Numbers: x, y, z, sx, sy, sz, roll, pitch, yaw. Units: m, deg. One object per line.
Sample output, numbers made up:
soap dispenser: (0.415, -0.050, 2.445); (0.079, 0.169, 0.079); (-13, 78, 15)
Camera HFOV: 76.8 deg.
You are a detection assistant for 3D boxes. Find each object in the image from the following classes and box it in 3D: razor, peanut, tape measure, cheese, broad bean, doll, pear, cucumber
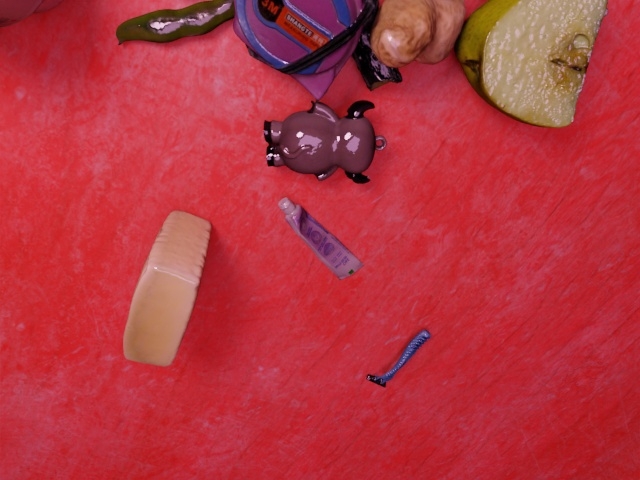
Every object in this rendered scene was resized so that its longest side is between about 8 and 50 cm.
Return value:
razor: (0.253, 0.372, 1.258); (0.082, 0.042, 0.253); (31, 109, -21)
peanut: (0.178, -0.388, 0.736); (0.122, 0.253, 0.137); (-32, 89, 52)
tape measure: (-0.033, -0.399, 0.706); (0.231, 0.149, 0.245); (33, 143, -16)
cheese: (-0.331, 0.095, 0.889); (0.124, 0.265, 0.242); (14, 115, -16)
broad bean: (-0.241, -0.414, 0.756); (0.297, 0.043, 0.060); (-17, 104, 0)
doll: (0.011, -0.206, 0.864); (0.257, 0.117, 0.182); (-5, 122, -5)
pear: (0.396, -0.374, 0.812); (0.292, 0.159, 0.292); (-3, 115, -6)
cucumber: (0.069, -0.436, 0.775); (0.081, 0.072, 0.303); (-1, 128, 45)

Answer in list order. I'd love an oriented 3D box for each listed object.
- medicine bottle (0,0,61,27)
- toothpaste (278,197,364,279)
medicine bottle: (-0.508, -0.429, 0.559); (0.241, 0.302, 0.241); (-3, 119, -6)
toothpaste: (0.000, 0.000, 1.015); (0.075, 0.048, 0.301); (-52, 124, -12)
